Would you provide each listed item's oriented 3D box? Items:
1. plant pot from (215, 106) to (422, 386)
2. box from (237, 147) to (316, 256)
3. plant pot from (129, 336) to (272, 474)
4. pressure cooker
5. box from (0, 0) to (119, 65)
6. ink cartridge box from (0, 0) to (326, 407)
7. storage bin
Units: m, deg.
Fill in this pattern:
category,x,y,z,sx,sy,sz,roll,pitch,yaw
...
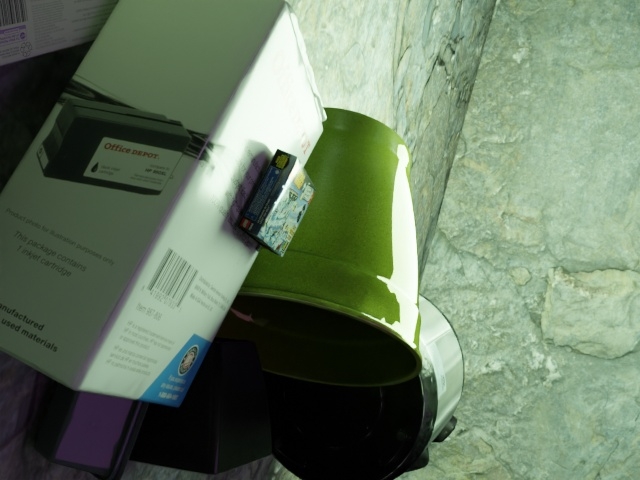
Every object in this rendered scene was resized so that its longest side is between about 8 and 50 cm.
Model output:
category,x,y,z,sx,sy,sz,roll,pitch,yaw
plant pot,0.000,0.000,1.131,0.366,0.367,0.353,67,32,-59
box,-0.045,-0.038,0.815,0.094,0.027,0.137,-63,168,-6
plant pot,-0.179,0.218,1.024,0.188,0.188,0.167,24,71,-69
pressure cooker,0.096,0.270,1.444,0.420,0.376,0.369,-5,119,-68
box,-0.227,-0.238,0.717,0.324,0.063,0.067,-44,146,-53
ink cartridge box,-0.164,-0.043,0.772,0.395,0.166,0.285,-63,167,-12
storage bin,-0.282,0.214,0.883,0.091,0.098,0.135,28,77,-41
